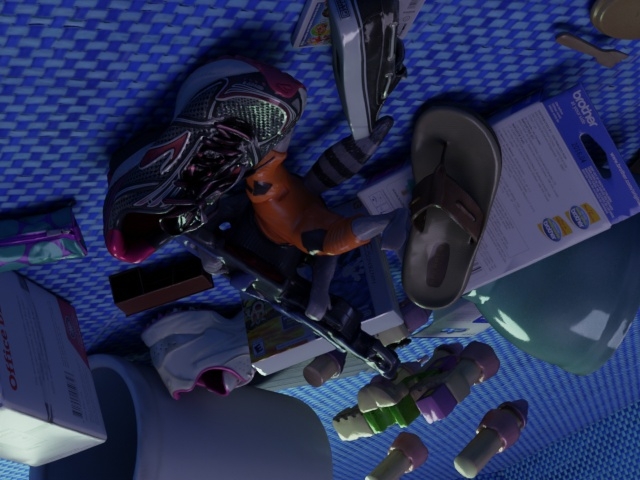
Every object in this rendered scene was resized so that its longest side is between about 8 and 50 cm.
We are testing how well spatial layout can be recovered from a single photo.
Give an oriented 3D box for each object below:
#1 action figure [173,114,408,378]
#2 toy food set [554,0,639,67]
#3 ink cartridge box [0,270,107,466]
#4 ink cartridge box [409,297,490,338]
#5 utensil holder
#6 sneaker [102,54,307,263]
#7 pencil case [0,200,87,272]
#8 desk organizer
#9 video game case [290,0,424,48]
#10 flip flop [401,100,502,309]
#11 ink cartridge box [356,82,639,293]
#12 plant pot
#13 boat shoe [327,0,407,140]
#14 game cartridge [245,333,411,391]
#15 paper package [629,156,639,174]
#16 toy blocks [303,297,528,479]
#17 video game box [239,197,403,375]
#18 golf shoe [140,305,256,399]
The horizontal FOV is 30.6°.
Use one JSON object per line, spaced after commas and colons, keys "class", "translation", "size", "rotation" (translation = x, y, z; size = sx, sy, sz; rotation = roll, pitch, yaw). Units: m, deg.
{"class": "action figure", "translation": [0.000, 0.000, 1.385], "size": [0.341, 0.178, 0.330], "rotation": [36, 150, -8]}
{"class": "toy food set", "translation": [0.350, -0.257, 1.248], "size": [0.132, 0.038, 0.192], "rotation": [13, 150, -40]}
{"class": "ink cartridge box", "translation": [-0.397, 0.155, 1.470], "size": [0.117, 0.207, 0.283], "rotation": [-21, 158, 8]}
{"class": "ink cartridge box", "translation": [0.326, 0.068, 1.986], "size": [0.176, 0.069, 0.371], "rotation": [4, 148, -45]}
{"class": "utensil holder", "translation": [-0.219, 0.375, 1.884], "size": [0.385, 0.327, 0.327], "rotation": [18, 142, -38]}
{"class": "sneaker", "translation": [-0.119, -0.076, 1.188], "size": [0.121, 0.112, 0.299], "rotation": [26, 137, -26]}
{"class": "pencil case", "translation": [-0.345, 0.002, 1.327], "size": [0.152, 0.064, 0.070], "rotation": [-12, 174, -13]}
{"class": "desk organizer", "translation": [-0.216, 0.056, 1.583], "size": [0.130, 0.047, 0.050], "rotation": [-18, 156, 5]}
{"class": "video game case", "translation": [0.039, -0.219, 1.134], "size": [0.122, 0.011, 0.087], "rotation": [-9, 158, -20]}
{"class": "flip flop", "translation": [0.147, -0.032, 1.401], "size": [0.112, 0.080, 0.277], "rotation": [14, 117, 10]}
{"class": "ink cartridge box", "translation": [0.224, -0.058, 1.447], "size": [0.311, 0.186, 0.065], "rotation": [-26, -165, 26]}
{"class": "plant pot", "translation": [0.303, 0.020, 1.613], "size": [0.196, 0.293, 0.293], "rotation": [16, 152, -8]}
{"class": "boat shoe", "translation": [0.051, -0.168, 1.145], "size": [0.070, 0.077, 0.219], "rotation": [-14, 157, -3]}
{"class": "game cartridge", "translation": [-0.032, 0.202, 2.069], "size": [0.355, 0.068, 0.230], "rotation": [-8, 153, -22]}
{"class": "paper package", "translation": [0.577, -0.018, 1.621], "size": [0.168, 0.309, 0.325], "rotation": [-10, 157, -18]}
{"class": "toy blocks", "translation": [0.174, 0.219, 1.947], "size": [0.288, 0.309, 0.260], "rotation": [-25, -171, 48]}
{"class": "video game box", "translation": [-0.007, 0.058, 1.545], "size": [0.205, 0.187, 0.048], "rotation": [-22, 142, 13]}
{"class": "golf shoe", "translation": [-0.129, 0.175, 1.816], "size": [0.306, 0.140, 0.115], "rotation": [-3, 154, -35]}
